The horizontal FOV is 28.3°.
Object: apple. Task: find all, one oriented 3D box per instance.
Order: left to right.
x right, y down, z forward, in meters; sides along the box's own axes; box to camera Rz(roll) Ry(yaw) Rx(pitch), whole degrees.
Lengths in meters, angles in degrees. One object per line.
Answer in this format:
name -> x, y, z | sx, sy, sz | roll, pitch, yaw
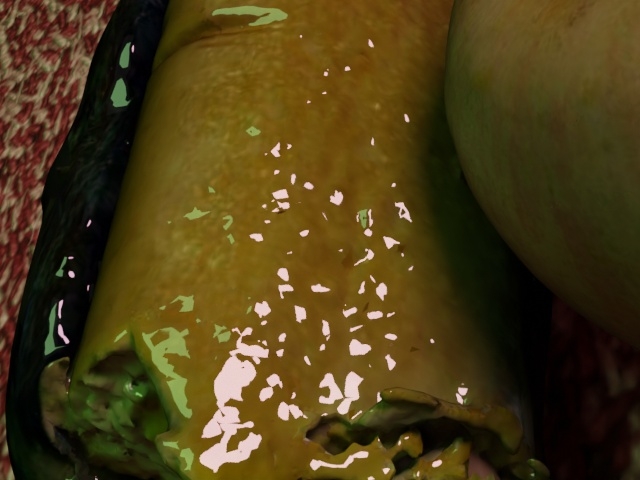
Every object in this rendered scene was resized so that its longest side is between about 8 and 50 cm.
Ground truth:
apple -> 0.188, -0.063, 0.481 | 0.257, 0.234, 0.257 | -31, 40, 30

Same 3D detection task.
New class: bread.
bread -> 0.000, 0.000, 0.609 | 0.208, 0.251, 0.376 | -46, 28, 45
